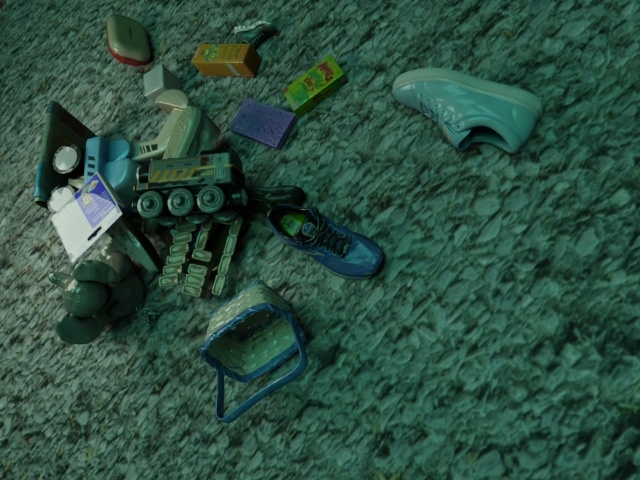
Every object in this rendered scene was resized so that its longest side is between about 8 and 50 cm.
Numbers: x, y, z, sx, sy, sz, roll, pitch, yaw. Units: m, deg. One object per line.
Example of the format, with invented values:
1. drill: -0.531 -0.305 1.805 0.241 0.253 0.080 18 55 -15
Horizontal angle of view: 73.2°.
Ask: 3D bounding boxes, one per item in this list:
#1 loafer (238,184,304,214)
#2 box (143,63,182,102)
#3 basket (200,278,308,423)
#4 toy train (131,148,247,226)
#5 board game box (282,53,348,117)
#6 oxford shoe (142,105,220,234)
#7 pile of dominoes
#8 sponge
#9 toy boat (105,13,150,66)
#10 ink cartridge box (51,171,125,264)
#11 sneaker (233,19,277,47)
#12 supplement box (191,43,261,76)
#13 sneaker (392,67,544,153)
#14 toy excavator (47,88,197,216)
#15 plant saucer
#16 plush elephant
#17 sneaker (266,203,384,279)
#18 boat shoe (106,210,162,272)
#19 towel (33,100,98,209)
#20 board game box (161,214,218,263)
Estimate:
1. loafer: -0.154 -0.107 1.227 0.220 0.080 0.078 -4 73 24
2. box: -0.557 -0.541 1.529 0.087 0.101 0.102 -20 68 18
3. basket: -0.153 0.254 1.036 0.255 0.201 0.289 -35 33 13
4. toy train: -0.362 -0.148 1.199 0.334 0.142 0.190 -4 78 11
5. board game box: -0.017 -0.461 1.287 0.181 0.043 0.092 -33 64 13
6. oxford shoe: -0.444 -0.200 1.363 0.449 0.130 0.169 -59 41 16
7. pile of dominoes: -0.340 0.038 1.246 0.196 0.040 0.251 11 77 13
8. sponge: -0.180 -0.364 1.343 0.210 0.031 0.117 27 87 28
9. toy boat: -0.762 -0.759 1.685 0.151 0.151 0.231 -39 59 43
10. ink cartridge box: -0.666 -0.063 1.246 0.206 0.045 0.208 -44 61 3
11. sneaker: -0.216 -0.683 1.444 0.166 0.065 0.076 1 92 29
12. supplement box: -0.319 -0.608 1.452 0.233 0.080 0.078 12 78 29
13. sneaker: 0.321 -0.305 1.034 0.366 0.135 0.150 23 82 29
14. toy excavator: -0.623 -0.263 1.445 0.445 0.222 0.433 -8 73 9
15. plant saucer: -0.356 -0.018 1.320 0.278 0.041 0.278 -8 72 24
16. plush elephant: -0.682 0.157 1.297 0.330 0.255 0.272 23 86 28
17. sneaker: 0.000 0.000 1.077 0.330 0.147 0.130 23 86 17
18. boat shoe: -0.606 0.000 1.339 0.096 0.098 0.277 -36 99 -4
19. towel: -0.862 -0.254 1.499 0.040 0.271 0.370 -5 72 7
20. board game box: -0.360 -0.084 1.303 0.145 0.027 0.281 32 90 30
